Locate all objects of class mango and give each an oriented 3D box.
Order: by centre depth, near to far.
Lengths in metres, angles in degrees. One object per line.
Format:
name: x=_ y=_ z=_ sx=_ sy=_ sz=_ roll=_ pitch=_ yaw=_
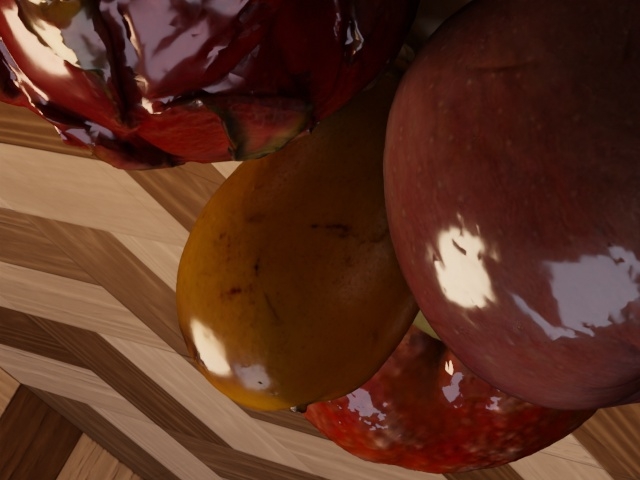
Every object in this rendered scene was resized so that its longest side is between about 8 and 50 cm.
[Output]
mango: x=0.000 y=0.000 z=1.193 sx=0.144 sy=0.219 sz=0.112 roll=27 pitch=171 yaw=0

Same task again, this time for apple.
apple: x=0.184 y=-0.043 z=1.074 sx=0.305 sy=0.235 sz=0.306 roll=-15 pitch=163 yaw=-5

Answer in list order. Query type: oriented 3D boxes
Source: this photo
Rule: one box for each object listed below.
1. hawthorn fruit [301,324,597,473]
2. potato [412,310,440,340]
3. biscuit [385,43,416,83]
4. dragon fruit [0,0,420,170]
hawthorn fruit: x=0.082 y=0.041 z=1.485 sx=0.284 sy=0.284 sz=0.284 roll=26 pitch=162 yaw=9
potato: x=0.139 y=-0.016 z=1.303 sx=0.235 sy=0.178 sz=0.160 roll=-1 pitch=-178 yaw=-9
biscuit: x=-0.057 y=-0.163 z=1.364 sx=0.301 sy=0.049 sz=0.197 roll=23 pitch=179 yaw=5
dragon fruit: x=-0.077 y=-0.172 z=1.112 sx=0.342 sy=0.277 sz=0.277 roll=-5 pitch=143 yaw=45
